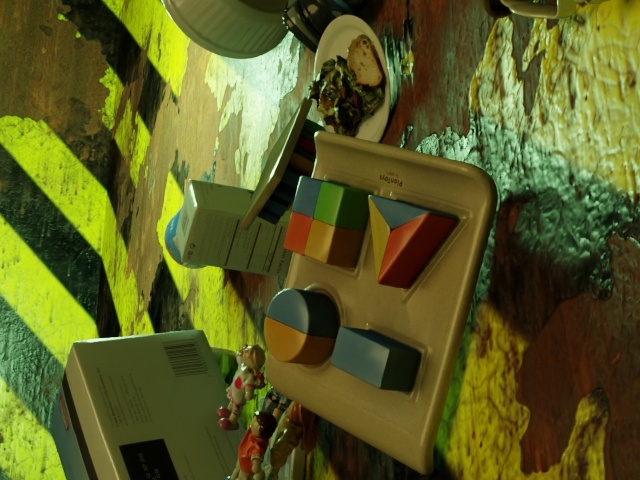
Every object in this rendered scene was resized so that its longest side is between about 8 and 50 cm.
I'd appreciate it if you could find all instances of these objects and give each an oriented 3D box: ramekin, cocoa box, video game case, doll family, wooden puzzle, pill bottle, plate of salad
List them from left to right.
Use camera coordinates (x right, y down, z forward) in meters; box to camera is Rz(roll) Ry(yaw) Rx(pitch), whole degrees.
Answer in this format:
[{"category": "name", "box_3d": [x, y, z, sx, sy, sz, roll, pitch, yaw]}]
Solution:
[{"category": "cocoa box", "box_3d": [-0.261, 0.348, 1.805, 0.347, 0.231, 0.228, 61, 143, 37]}, {"category": "pill bottle", "box_3d": [-0.218, -0.026, 2.206, 0.221, 0.124, 0.124, 147, 130, -64]}, {"category": "ramekin", "box_3d": [-0.137, -0.461, 1.988, 0.127, 0.273, 0.272, -29, 53, 52]}, {"category": "doll family", "box_3d": [-0.064, 0.249, 1.637, 0.263, 0.118, 0.163, -107, 38, -60]}, {"category": "video game case", "box_3d": [-0.063, 0.330, 1.740, 0.183, 0.023, 0.201, 148, 129, -66]}, {"category": "plate of salad", "box_3d": [0.034, -0.215, 1.611, 0.200, 0.048, 0.199, 27, 122, 54]}, {"category": "wooden puzzle", "box_3d": [0.042, 0.059, 1.340, 0.322, 0.081, 0.347, 20, 102, 52]}]

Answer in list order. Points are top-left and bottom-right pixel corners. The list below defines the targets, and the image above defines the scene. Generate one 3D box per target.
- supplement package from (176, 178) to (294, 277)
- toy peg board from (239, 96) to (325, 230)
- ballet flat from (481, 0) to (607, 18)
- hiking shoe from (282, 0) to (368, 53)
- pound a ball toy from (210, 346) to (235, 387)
[{"category": "supplement package", "box_3d": [-0.133, -0.019, 1.867, 0.105, 0.179, 0.105, -114, 38, -58]}, {"category": "toy peg board", "box_3d": [-0.039, -0.102, 1.736, 0.161, 0.079, 0.160, -53, 15, 54]}, {"category": "ballet flat", "box_3d": [0.228, -0.275, 1.079, 0.342, 0.116, 0.124, 178, 80, -71]}, {"category": "hiking shoe", "box_3d": [0.026, -0.411, 1.761, 0.132, 0.113, 0.304, -29, 40, 28]}, {"category": "pound a ball toy", "box_3d": [-0.265, 0.301, 2.168, 0.319, 0.136, 0.208, 121, 152, -46]}]
